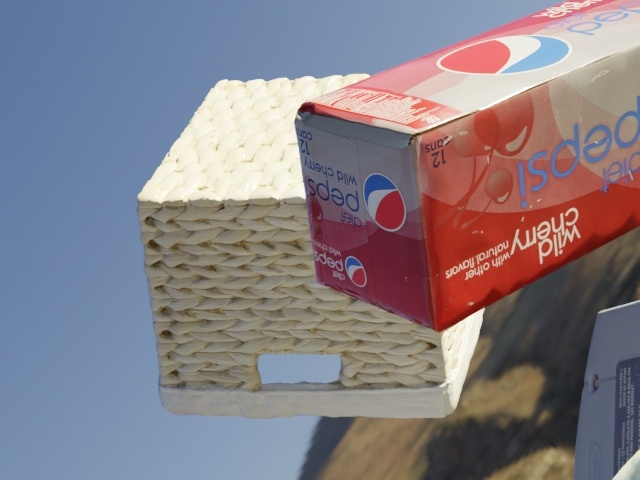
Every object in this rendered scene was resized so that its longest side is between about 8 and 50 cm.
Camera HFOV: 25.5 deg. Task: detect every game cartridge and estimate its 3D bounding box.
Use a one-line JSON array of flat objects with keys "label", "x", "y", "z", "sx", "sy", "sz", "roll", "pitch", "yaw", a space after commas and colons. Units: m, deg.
[{"label": "game cartridge", "x": 0.259, "y": 0.188, "z": 1.060, "sx": 0.196, "sy": 0.060, "sz": 0.294, "roll": 157, "pitch": 120, "yaw": -63}]

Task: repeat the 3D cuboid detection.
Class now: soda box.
[{"label": "soda box", "x": 0.116, "y": -0.054, "z": 0.659, "sx": 0.263, "sy": 0.083, "sz": 0.092, "roll": -24, "pitch": -62, "yaw": -32}]

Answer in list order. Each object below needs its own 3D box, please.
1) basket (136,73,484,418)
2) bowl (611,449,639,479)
[{"label": "basket", "x": 0.000, "y": 0.000, "z": 1.533, "sx": 0.331, "sy": 0.328, "sz": 0.266, "roll": -66, "pitch": -29, "yaw": -57}, {"label": "bowl", "x": 0.292, "y": 0.236, "z": 0.810, "sx": 0.289, "sy": 0.156, "sz": 0.289, "roll": -32, "pitch": 33, "yaw": 24}]
